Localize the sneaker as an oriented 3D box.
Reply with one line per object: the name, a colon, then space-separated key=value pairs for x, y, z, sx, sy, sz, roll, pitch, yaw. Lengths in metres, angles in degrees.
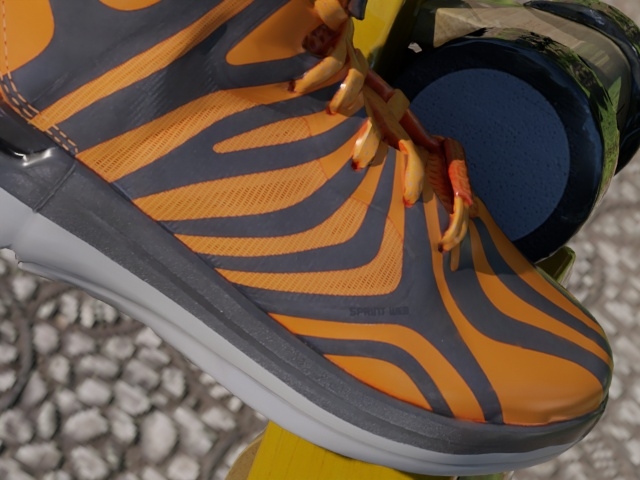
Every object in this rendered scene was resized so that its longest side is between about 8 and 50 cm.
sneaker: x=0.007 y=-0.045 z=0.523 sx=0.321 sy=0.180 sz=0.124 roll=26 pitch=25 yaw=-28

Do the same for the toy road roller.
toy road roller: x=0.000 y=0.000 z=0.762 sx=0.241 sy=0.329 sz=0.202 roll=23 pitch=20 yaw=13
